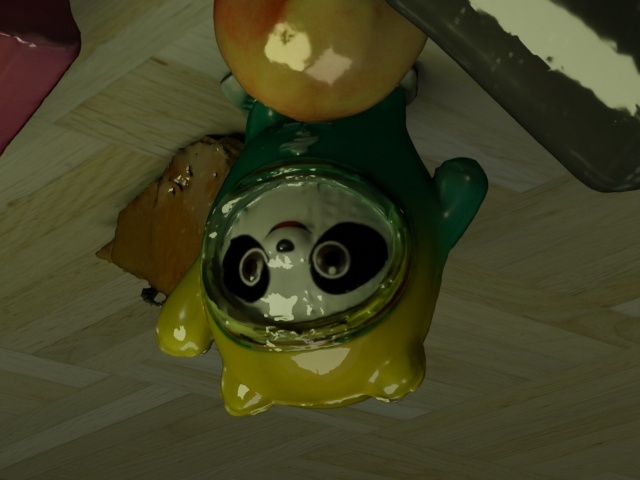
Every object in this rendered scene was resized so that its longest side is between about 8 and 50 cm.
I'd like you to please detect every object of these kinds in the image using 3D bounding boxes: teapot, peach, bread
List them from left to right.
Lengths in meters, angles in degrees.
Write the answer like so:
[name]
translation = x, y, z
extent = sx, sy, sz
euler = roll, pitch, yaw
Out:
[bread]
translation = -0.082, 0.058, 1.808
extent = 0.248, 0.279, 0.315
euler = 6, 145, -32
[peach]
translation = -0.001, -0.182, 1.323
extent = 0.184, 0.184, 0.184
euler = 0, 157, 0
[teapot]
translation = 0.142, -0.229, 1.056
extent = 0.362, 0.305, 0.376
euler = 29, -170, 0

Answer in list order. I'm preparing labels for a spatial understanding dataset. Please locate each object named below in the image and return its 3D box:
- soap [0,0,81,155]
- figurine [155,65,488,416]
[soap]
translation = -0.376, -0.160, 1.452
extent = 0.233, 0.128, 0.359
euler = 10, 155, -26
[figurine]
translation = 0.000, 0.000, 1.556
extent = 0.324, 0.340, 0.231
euler = -4, 157, 15
